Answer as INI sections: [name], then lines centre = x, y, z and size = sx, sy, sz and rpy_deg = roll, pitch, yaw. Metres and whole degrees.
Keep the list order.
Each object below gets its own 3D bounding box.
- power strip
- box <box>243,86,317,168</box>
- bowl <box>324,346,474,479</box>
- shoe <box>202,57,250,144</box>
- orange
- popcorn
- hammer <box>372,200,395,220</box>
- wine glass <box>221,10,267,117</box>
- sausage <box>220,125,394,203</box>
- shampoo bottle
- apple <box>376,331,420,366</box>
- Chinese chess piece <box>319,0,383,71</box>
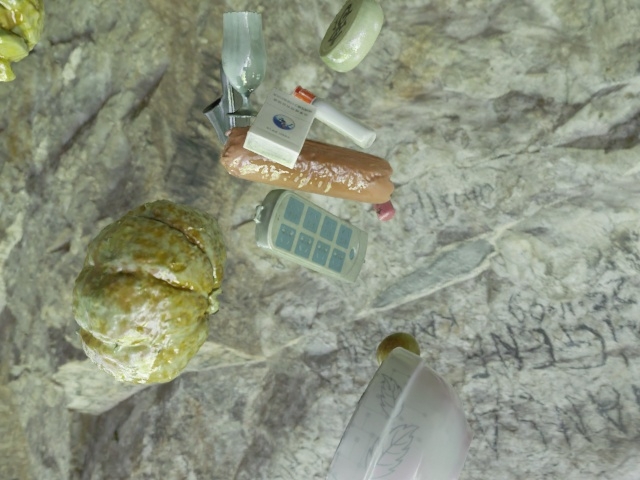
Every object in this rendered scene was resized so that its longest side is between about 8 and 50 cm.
[power strip]
centre = 0.000, 0.000, 0.689
size = 0.029, 0.227, 0.079
rpy_deg = 6, -103, 42
[box]
centre = -0.039, -0.115, 0.519
size = 0.024, 0.054, 0.083
rpy_deg = 123, -12, -47
[bowl]
centre = 0.120, 0.308, 0.722
size = 0.144, 0.287, 0.286
rpy_deg = 21, -91, 20
[shoe]
centre = -0.226, -0.323, 1.202
size = 0.108, 0.093, 0.241
rpy_deg = -71, 167, -51
[orange]
centre = -0.344, 0.081, 0.979
size = 0.271, 0.210, 0.368
rpy_deg = 7, -106, 24
[popcorn]
centre = -0.526, -0.350, 0.786
size = 0.167, 0.185, 0.187
rpy_deg = 12, -114, 55
[hammer]
centre = 0.128, -0.081, 1.078
size = 0.043, 0.043, 0.083
rpy_deg = -34, -116, 33
[wine glass]
centre = -0.155, -0.358, 1.046
size = 0.093, 0.093, 0.202
rpy_deg = 25, -57, 49
[sausage]
centre = -0.015, -0.120, 0.825
size = 0.086, 0.289, 0.086
rpy_deg = -171, -90, -73
[shampoo bottle]
centre = 0.030, -0.297, 1.225
size = 0.221, 0.108, 0.051
rpy_deg = 35, -76, 8
[apple]
centre = 0.154, 0.221, 0.997
size = 0.089, 0.090, 0.074
rpy_deg = -50, -122, 20
[Chinese chess piece]
centre = 0.055, -0.390, 0.963
size = 0.144, 0.059, 0.144
rpy_deg = -44, -149, 36
